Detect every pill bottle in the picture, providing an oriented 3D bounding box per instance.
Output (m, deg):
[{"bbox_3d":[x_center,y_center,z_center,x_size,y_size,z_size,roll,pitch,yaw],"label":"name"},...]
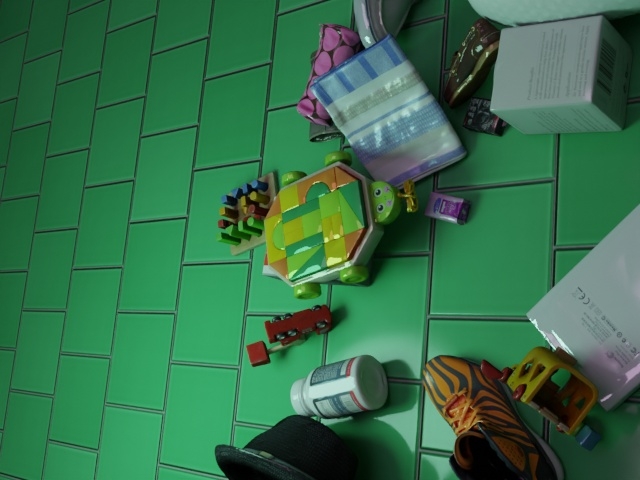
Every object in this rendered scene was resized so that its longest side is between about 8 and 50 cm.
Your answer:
[{"bbox_3d":[0.033,0.296,1.571,0.180,0.108,0.108,-21,66,36],"label":"pill bottle"}]

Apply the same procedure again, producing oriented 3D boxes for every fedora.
[{"bbox_3d":[-0.039,0.441,1.540,0.334,0.334,0.152,6,50,41],"label":"fedora"}]

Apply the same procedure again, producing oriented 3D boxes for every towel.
[{"bbox_3d":[0.131,-0.235,1.547,0.209,0.285,0.034,-24,20,33],"label":"towel"}]

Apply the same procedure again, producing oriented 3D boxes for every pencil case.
[{"bbox_3d":[0.013,-0.350,1.678,0.098,0.095,0.209,21,99,14],"label":"pencil case"}]

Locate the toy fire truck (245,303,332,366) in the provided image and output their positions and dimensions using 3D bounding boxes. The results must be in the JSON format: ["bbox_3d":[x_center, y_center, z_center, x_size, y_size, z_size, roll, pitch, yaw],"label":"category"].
[{"bbox_3d":[-0.066,0.203,1.686,0.192,0.135,0.047,-16,62,-5],"label":"toy fire truck"}]

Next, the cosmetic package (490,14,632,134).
[{"bbox_3d":[0.413,-0.276,1.360,0.183,0.151,0.151,4,81,41],"label":"cosmetic package"}]

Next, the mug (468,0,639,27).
[{"bbox_3d":[0.434,-0.531,1.360,0.328,0.276,0.374,-5,45,44],"label":"mug"}]

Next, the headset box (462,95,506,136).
[{"bbox_3d":[0.320,-0.235,1.509,0.083,0.032,0.062,20,93,41],"label":"headset box"}]

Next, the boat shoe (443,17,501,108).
[{"bbox_3d":[0.280,-0.331,1.488,0.073,0.073,0.207,55,151,14],"label":"boat shoe"}]

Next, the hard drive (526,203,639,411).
[{"bbox_3d":[0.507,0.087,1.260,0.319,0.040,0.210,-49,52,21],"label":"hard drive"}]

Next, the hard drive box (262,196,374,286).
[{"bbox_3d":[0.000,0.000,1.687,0.232,0.089,0.181,0,78,41],"label":"hard drive box"}]

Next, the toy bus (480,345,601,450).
[{"bbox_3d":[0.362,0.221,1.259,0.104,0.191,0.202,-54,49,5],"label":"toy bus"}]

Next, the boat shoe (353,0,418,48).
[{"bbox_3d":[0.177,-0.564,1.664,0.156,0.136,0.367,-5,66,37],"label":"boat shoe"}]

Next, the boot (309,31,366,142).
[{"bbox_3d":[0.041,-0.334,1.747,0.189,0.076,0.208,-20,60,48],"label":"boot"}]

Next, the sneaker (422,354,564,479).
[{"bbox_3d":[0.257,0.302,1.326,0.321,0.180,0.125,44,108,38],"label":"sneaker"}]

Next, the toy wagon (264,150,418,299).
[{"bbox_3d":[0.032,-0.044,1.566,0.344,0.068,0.267,-22,65,34],"label":"toy wagon"}]

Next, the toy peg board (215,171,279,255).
[{"bbox_3d":[-0.178,-0.068,1.864,0.161,0.079,0.161,-22,66,35],"label":"toy peg board"}]

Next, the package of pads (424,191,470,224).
[{"bbox_3d":[0.244,-0.062,1.531,0.083,0.032,0.050,18,93,42],"label":"package of pads"}]
